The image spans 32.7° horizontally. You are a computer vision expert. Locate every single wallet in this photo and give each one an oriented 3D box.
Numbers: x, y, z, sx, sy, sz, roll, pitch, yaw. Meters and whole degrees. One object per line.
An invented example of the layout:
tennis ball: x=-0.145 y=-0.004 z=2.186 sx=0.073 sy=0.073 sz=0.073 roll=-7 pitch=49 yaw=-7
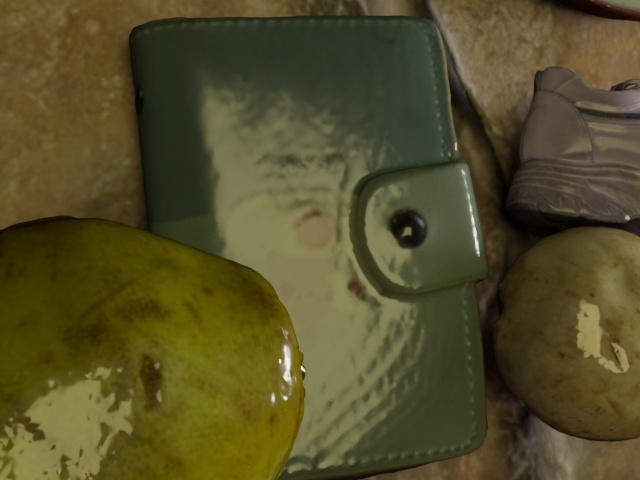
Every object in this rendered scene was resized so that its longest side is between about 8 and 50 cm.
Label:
wallet: x=0.000 y=0.000 z=0.806 sx=0.252 sy=0.083 sz=0.360 roll=-6 pitch=81 yaw=-13

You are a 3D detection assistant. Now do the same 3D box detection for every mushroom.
mushroom: x=0.205 y=0.070 z=0.827 sx=0.166 sy=0.127 sz=0.166 roll=10 pitch=66 yaw=-24

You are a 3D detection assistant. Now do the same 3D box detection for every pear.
pear: x=-0.161 y=0.116 z=0.628 sx=0.321 sy=0.269 sz=0.269 roll=-19 pitch=84 yaw=2

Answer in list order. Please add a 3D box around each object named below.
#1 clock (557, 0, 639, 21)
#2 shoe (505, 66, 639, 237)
clock: x=0.269 y=-0.343 z=0.964 sx=0.319 sy=0.080 sz=0.318 roll=3 pitch=78 yaw=-16
shoe: x=0.273 y=-0.063 z=0.897 sx=0.245 sy=0.095 sz=0.137 roll=7 pitch=79 yaw=-9
